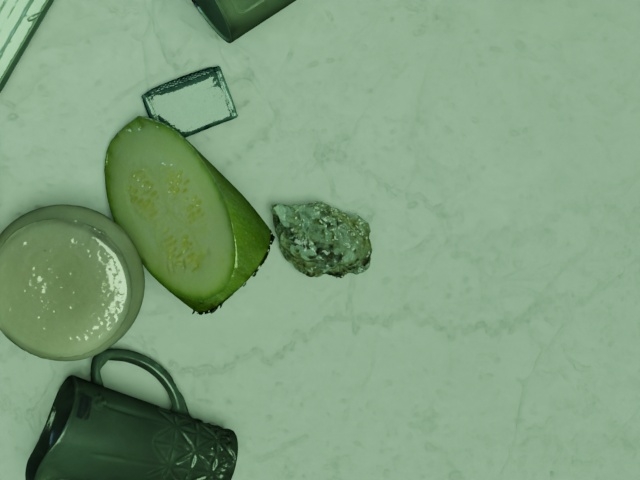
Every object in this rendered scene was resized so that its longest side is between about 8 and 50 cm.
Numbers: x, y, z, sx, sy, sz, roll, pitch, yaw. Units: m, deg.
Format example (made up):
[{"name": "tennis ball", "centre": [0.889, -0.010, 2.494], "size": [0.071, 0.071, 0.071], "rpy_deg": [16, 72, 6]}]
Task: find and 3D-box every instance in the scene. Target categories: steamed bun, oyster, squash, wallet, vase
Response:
[{"name": "steamed bun", "centre": [-0.373, 0.059, 1.707], "size": [0.232, 0.145, 0.231], "rpy_deg": [0, 98, 0]}, {"name": "oyster", "centre": [0.000, 0.000, 1.835], "size": [0.177, 0.064, 0.124], "rpy_deg": [6, 95, -17]}, {"name": "squash", "centre": [-0.217, -0.037, 1.709], "size": [0.189, 0.189, 0.260], "rpy_deg": [-46, 111, -2]}, {"name": "wallet", "centre": [-0.200, -0.207, 1.763], "size": [0.129, 0.026, 0.088], "rpy_deg": [-22, 101, -8]}, {"name": "vase", "centre": [-0.280, 0.302, 1.787], "size": [0.301, 0.156, 0.251], "rpy_deg": [17, 70, -22]}]

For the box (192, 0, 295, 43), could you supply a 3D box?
[{"name": "box", "centre": [-0.129, -0.416, 1.639], "size": [0.149, 0.226, 0.226], "rpy_deg": [-35, 106, -6]}]

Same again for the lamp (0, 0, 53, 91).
[{"name": "lamp", "centre": [-0.520, -0.374, 1.642], "size": [0.269, 0.047, 0.266], "rpy_deg": [30, 93, -16]}]
